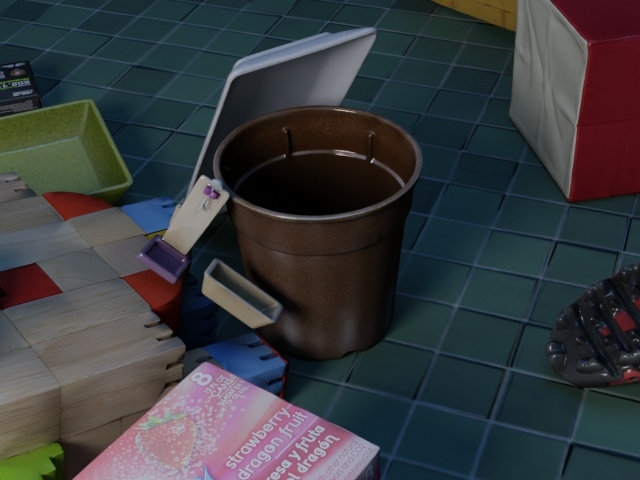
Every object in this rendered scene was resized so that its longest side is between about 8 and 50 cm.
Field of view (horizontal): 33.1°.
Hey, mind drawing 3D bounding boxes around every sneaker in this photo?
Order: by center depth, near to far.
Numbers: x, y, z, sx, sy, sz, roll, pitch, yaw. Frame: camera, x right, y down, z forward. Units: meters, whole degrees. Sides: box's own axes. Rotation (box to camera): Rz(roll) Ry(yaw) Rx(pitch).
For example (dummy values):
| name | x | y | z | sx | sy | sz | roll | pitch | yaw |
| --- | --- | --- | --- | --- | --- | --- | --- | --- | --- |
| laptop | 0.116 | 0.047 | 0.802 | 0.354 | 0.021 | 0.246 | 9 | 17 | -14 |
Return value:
| name | x | y | z | sx | sy | sz | roll | pitch | yaw |
| --- | --- | --- | --- | --- | --- | --- | --- | --- | --- |
| sneaker | 0.319 | 0.061 | 0.864 | 0.276 | 0.135 | 0.098 | -25 | 50 | 8 |

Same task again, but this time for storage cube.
| name | x | y | z | sx | sy | sz | roll | pitch | yaw |
| --- | --- | --- | --- | --- | --- | --- | --- | --- | --- |
| storage cube | 0.318 | -0.173 | 1.098 | 0.193 | 0.184 | 0.215 | -8 | 37 | -7 |

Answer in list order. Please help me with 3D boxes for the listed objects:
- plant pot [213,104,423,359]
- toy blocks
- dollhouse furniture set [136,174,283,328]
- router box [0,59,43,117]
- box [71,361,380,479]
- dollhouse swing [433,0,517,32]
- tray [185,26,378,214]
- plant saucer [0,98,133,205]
| name | x | y | z | sx | sy | sz | roll | pitch | yaw |
| --- | --- | --- | --- | --- | --- | --- | --- | --- | --- |
| plant pot | 0.000 | 0.000 | 0.898 | 0.167 | 0.165 | 0.167 | -1 | 36 | 1 |
| toy blocks | -0.197 | 0.050 | 0.861 | 0.261 | 0.191 | 0.381 | -15 | 38 | -36 |
| dollhouse furniture set | -0.061 | 0.000 | 0.826 | 0.114 | 0.081 | 0.091 | 36 | 24 | -4 |
| router box | -0.386 | -0.162 | 1.236 | 0.122 | 0.038 | 0.092 | -13 | 39 | -15 |
| box | -0.101 | 0.229 | 0.608 | 0.142 | 0.154 | 0.300 | 22 | 44 | 28 |
| dollhouse swing | 0.289 | -0.420 | 1.305 | 0.315 | 0.305 | 0.347 | -23 | 35 | -26 |
| tray | -0.051 | -0.103 | 0.971 | 0.145 | 0.270 | 0.030 | -21 | 73 | -25 |
| plant saucer | -0.301 | -0.066 | 1.099 | 0.188 | 0.045 | 0.188 | -15 | 38 | -17 |
